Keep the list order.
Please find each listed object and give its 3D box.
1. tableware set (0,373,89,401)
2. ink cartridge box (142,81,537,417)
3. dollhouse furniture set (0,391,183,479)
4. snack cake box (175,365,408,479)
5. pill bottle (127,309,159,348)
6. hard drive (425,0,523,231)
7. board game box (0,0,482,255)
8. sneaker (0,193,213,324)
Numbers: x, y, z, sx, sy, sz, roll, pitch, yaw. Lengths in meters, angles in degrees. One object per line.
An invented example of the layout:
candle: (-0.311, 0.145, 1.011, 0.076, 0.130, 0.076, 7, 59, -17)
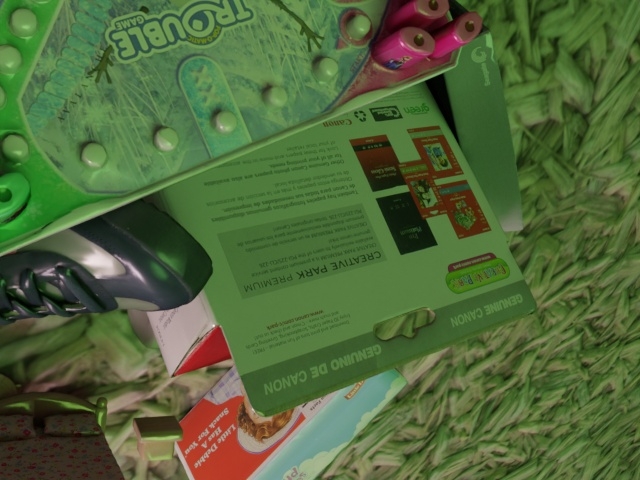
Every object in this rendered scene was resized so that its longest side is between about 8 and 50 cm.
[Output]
tableware set: (-0.334, 0.208, 0.724, 0.168, 0.020, 0.141, 32, 93, -40)
ink cartridge box: (0.000, 0.000, 0.614, 0.309, 0.272, 0.130, -13, 160, -33)
dollhouse furniture set: (-0.247, 0.163, 0.555, 0.355, 0.303, 0.174, 4, 100, -28)
snack cake box: (-0.043, 0.204, 0.832, 0.264, 0.152, 0.089, -46, 134, 0)
pill bottle: (-0.080, 0.037, 0.715, 0.221, 0.124, 0.124, -5, 122, -32)
hard drive: (0.146, -0.135, 0.730, 0.054, 0.172, 0.255, -25, 133, 1)
board game box: (-0.124, -0.230, 0.393, 0.390, 0.050, 0.390, -26, 96, -24)
sneaker: (-0.224, 0.032, 0.472, 0.131, 0.319, 0.112, -65, 145, -34)
